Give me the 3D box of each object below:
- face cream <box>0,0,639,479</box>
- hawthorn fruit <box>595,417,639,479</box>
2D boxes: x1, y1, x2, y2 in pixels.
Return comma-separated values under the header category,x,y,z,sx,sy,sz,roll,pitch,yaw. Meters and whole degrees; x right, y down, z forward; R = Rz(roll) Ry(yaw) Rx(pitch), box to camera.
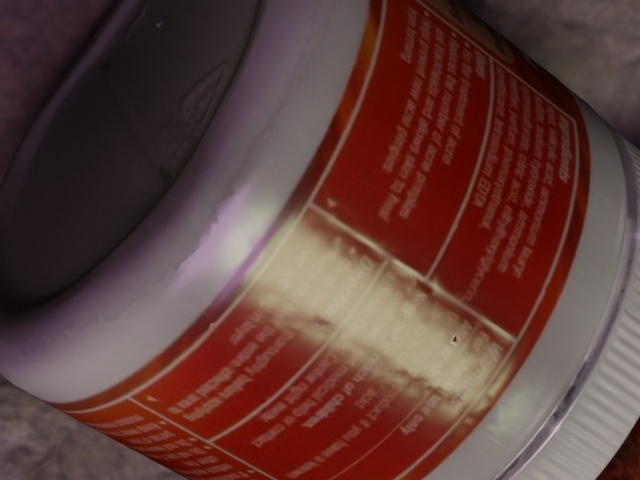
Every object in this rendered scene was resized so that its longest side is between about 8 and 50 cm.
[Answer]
category,x,y,z,sx,sy,sz,roll,pitch,yaw
face cream,0.000,0.000,0.604,0.187,0.201,0.201,33,112,-27
hawthorn fruit,0.191,0.059,0.706,0.188,0.169,0.169,10,120,-20
